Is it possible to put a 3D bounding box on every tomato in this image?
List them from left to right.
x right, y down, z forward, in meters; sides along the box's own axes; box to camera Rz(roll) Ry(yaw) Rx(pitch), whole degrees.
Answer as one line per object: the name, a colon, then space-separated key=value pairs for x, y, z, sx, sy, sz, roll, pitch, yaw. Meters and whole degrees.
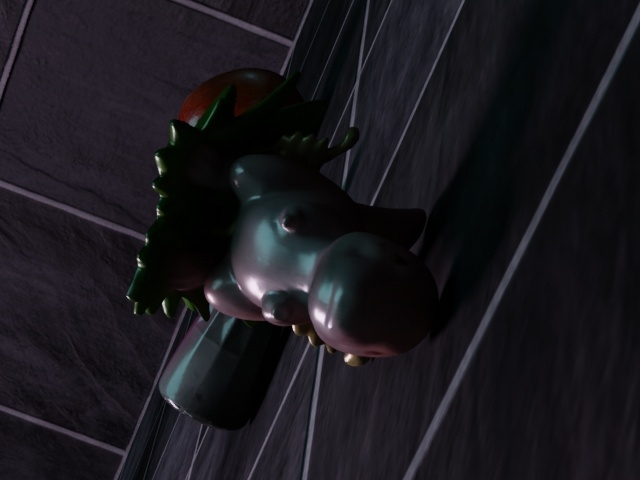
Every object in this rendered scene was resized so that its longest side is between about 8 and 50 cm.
tomato: x=-0.094 y=-0.116 z=2.036 sx=0.167 sy=0.167 sz=0.167 roll=-159 pitch=90 yaw=-84

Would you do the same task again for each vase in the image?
vase: x=-0.059 y=0.054 z=1.502 sx=0.214 sy=0.086 sz=0.086 roll=-63 pitch=7 yaw=13

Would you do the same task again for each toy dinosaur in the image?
toy dinosaur: x=0.003 y=-0.007 z=0.915 sx=0.194 sy=0.177 sz=0.152 roll=9 pitch=-82 yaw=-66
